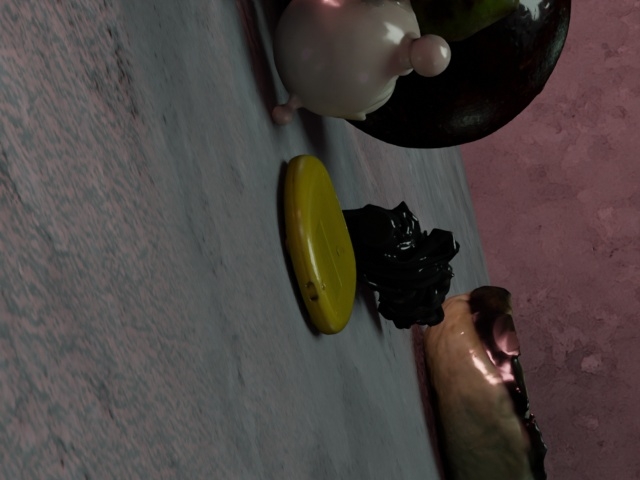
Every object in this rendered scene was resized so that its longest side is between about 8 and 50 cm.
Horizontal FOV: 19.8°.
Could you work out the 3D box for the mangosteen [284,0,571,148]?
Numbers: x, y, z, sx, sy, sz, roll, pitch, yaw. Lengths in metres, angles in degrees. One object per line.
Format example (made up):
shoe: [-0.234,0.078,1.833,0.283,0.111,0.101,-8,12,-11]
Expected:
mangosteen: [0.114,-0.256,1.900,0.330,0.330,0.330,-15,90,-81]

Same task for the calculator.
calculator: [0.000,0.000,1.661,0.235,0.032,0.146,-80,154,-66]

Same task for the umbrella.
umbrella: [0.085,0.018,1.918,0.122,0.110,0.272,36,-6,17]

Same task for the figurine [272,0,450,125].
figurine: [0.044,-0.210,1.670,0.256,0.182,0.144,-67,168,12]

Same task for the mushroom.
mushroom: [0.199,0.208,2.302,0.247,0.130,0.344,90,-5,-52]
